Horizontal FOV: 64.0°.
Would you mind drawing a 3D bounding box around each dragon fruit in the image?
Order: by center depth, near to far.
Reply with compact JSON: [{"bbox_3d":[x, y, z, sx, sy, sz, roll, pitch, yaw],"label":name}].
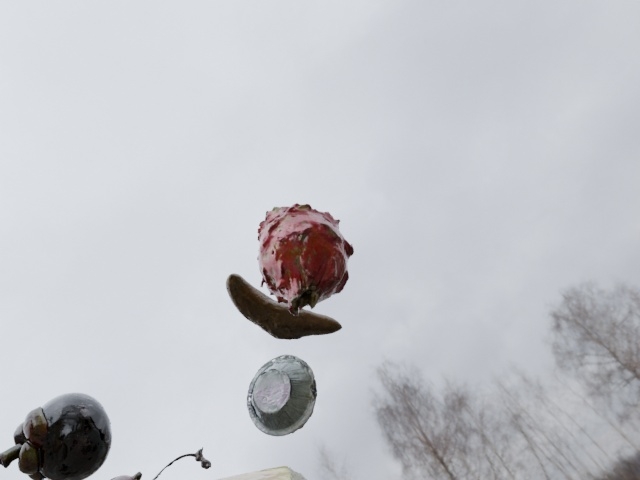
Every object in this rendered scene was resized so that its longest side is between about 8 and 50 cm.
[{"bbox_3d":[-0.034,0.040,1.047,0.209,0.268,0.205,-9,-55,4],"label":"dragon fruit"}]

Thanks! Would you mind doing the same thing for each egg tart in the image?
[{"bbox_3d":[-0.119,0.439,1.465,0.234,0.234,0.094,-43,-37,4],"label":"egg tart"}]

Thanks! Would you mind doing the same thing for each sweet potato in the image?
[{"bbox_3d":[-0.110,0.203,1.364,0.341,0.092,0.114,26,-88,-12],"label":"sweet potato"}]

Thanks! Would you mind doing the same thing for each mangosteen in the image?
[{"bbox_3d":[-0.625,0.473,1.208,0.249,0.211,0.212,-3,-50,-38],"label":"mangosteen"}]

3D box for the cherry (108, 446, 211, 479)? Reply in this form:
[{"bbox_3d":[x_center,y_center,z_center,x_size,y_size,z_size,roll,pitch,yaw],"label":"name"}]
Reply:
[{"bbox_3d":[-0.274,0.399,0.798,0.225,0.090,0.107,-23,6,-27],"label":"cherry"}]

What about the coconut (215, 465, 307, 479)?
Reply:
[{"bbox_3d":[-0.127,0.552,0.944,0.244,0.239,0.239,-5,-47,-20],"label":"coconut"}]
